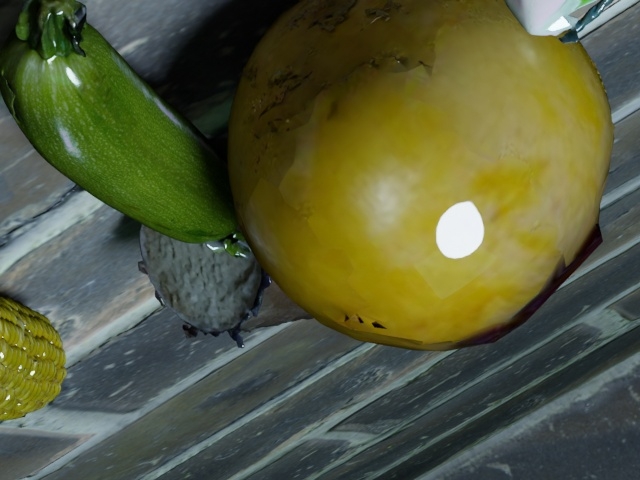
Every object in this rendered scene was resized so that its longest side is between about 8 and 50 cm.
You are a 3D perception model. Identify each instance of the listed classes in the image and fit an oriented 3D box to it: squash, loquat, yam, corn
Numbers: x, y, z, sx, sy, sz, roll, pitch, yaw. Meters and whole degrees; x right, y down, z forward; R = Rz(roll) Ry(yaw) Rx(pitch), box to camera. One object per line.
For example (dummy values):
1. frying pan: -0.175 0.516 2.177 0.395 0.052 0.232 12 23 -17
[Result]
1. squash: -0.112 -0.061 0.948 0.080 0.071 0.318 -18 156 10
2. loquat: 0.058 -0.050 0.986 0.235 0.235 0.235 -25 163 -8
3. yam: -0.001 -0.001 1.218 0.131 0.131 0.280 -40 160 34
4. corn: -0.245 0.072 1.100 0.106 0.106 0.293 -31 164 11

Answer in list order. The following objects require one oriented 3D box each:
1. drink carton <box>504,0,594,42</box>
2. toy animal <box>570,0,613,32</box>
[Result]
1. drink carton: 0.172 -0.222 0.747 0.271 0.161 0.108 -26 151 -5
2. toy animal: 0.136 -0.137 1.131 0.253 0.070 0.079 -32 178 6
